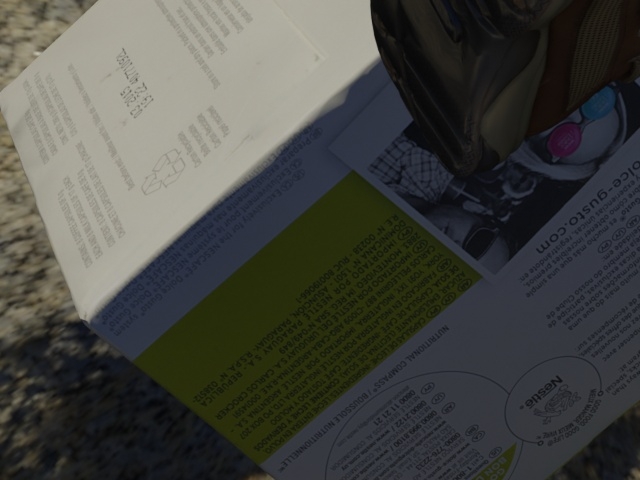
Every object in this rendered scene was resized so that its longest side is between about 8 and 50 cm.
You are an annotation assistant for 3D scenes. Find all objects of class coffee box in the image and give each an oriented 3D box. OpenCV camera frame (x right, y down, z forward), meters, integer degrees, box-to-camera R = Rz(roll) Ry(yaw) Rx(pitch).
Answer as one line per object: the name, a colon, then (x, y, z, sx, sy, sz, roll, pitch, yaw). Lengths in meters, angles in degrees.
coffee box: (0.038, -0.044, 1.053, 0.338, 0.337, 0.334, -42, 123, 6)

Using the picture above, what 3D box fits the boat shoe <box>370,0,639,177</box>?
boat shoe: (0.094, -0.130, 0.575, 0.116, 0.324, 0.123, -22, 78, -10)
